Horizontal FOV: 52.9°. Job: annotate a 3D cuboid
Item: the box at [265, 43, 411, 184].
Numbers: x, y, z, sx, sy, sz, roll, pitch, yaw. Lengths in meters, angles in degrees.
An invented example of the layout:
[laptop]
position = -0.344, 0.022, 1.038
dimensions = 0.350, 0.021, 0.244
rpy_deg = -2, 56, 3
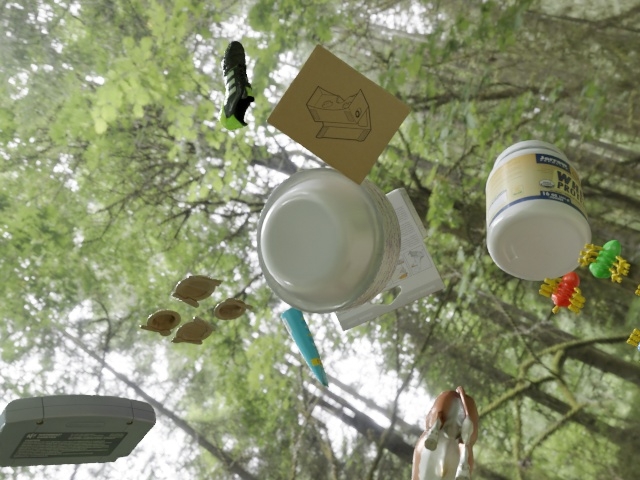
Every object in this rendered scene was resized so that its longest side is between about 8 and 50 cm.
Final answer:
[box]
position = 0.032, -0.220, 1.129
dimensions = 0.164, 0.201, 0.021
rpy_deg = -55, 5, 7

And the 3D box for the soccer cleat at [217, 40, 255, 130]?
[soccer cleat]
position = -0.160, -0.305, 1.269
dimensions = 0.060, 0.072, 0.179
rpy_deg = 4, -89, -53

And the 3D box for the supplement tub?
[supplement tub]
position = 0.521, -0.082, 1.566
dimensions = 0.316, 0.228, 0.228
rpy_deg = -74, -14, -49

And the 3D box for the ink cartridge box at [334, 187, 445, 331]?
[ink cartridge box]
position = 0.129, 0.050, 1.590
dimensions = 0.296, 0.261, 0.066
rpy_deg = -26, -2, 22

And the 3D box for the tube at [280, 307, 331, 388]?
[tube]
position = -0.031, 0.258, 1.532
dimensions = 0.052, 0.207, 0.080
rpy_deg = -31, -23, 8

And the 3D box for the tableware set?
[tableware set]
position = -0.206, 0.121, 1.065
dimensions = 0.169, 0.020, 0.141
rpy_deg = -40, -43, 20

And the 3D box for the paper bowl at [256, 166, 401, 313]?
[paper bowl]
position = 0.000, 0.000, 1.243
dimensions = 0.148, 0.284, 0.284
rpy_deg = 1, -69, -61

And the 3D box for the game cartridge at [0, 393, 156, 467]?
[game cartridge]
position = -0.490, 0.376, 1.270
dimensions = 0.297, 0.062, 0.198
rpy_deg = 14, -55, -40

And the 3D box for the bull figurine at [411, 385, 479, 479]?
[bull figurine]
position = 0.203, 0.404, 1.084
dimensions = 0.188, 0.101, 0.310
rpy_deg = -37, -47, -71

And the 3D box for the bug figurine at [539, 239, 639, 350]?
[bug figurine]
position = 0.596, 0.115, 1.278
dimensions = 0.072, 0.279, 0.216
rpy_deg = -35, -31, -42
